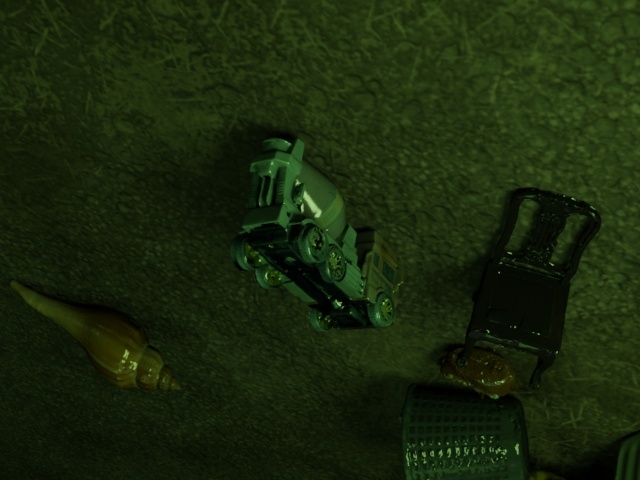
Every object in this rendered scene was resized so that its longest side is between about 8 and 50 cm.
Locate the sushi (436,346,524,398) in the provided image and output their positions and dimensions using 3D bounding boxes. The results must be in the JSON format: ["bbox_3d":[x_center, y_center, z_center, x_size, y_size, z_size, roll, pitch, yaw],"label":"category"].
[{"bbox_3d":[0.214,0.177,1.329,0.118,0.061,0.060,31,156,22],"label":"sushi"}]

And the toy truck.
[{"bbox_3d":[0.000,0.000,1.159,0.108,0.140,0.257,-8,145,34],"label":"toy truck"}]

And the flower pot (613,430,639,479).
[{"bbox_3d":[0.503,0.374,1.312,0.239,0.189,0.209,15,143,9],"label":"flower pot"}]

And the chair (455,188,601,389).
[{"bbox_3d":[0.233,0.058,1.128,0.106,0.113,0.229,15,146,6],"label":"chair"}]

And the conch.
[{"bbox_3d":[-0.341,0.138,1.535,0.330,0.109,0.093,36,106,15],"label":"conch"}]

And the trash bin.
[{"bbox_3d":[0.207,0.281,1.385,0.161,0.175,0.175,-6,136,14],"label":"trash bin"}]

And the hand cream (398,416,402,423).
[{"bbox_3d":[0.211,0.300,1.491,0.194,0.042,0.067,3,141,30],"label":"hand cream"}]

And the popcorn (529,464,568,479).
[{"bbox_3d":[0.296,0.539,1.446,0.344,0.354,0.390,22,112,-47],"label":"popcorn"}]
